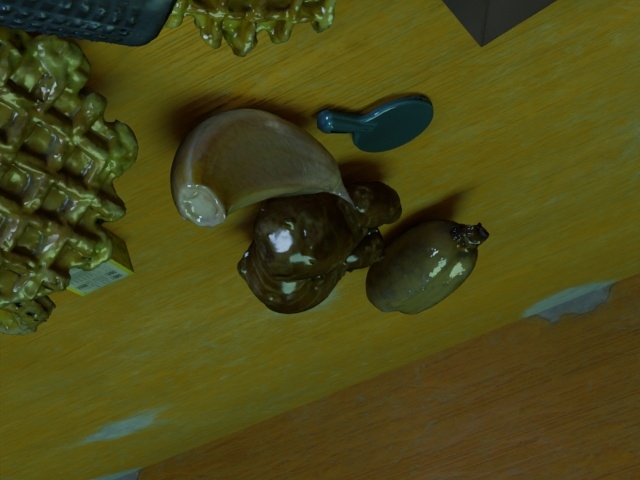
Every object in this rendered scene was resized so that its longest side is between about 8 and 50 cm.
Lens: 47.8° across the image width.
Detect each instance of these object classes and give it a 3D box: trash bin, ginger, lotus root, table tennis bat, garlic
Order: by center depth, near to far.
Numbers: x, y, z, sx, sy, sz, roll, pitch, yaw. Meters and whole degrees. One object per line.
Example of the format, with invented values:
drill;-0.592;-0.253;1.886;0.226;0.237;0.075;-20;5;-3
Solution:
trash bin;-0.182;-0.213;0.503;0.161;0.175;0.175;13;143;-34
garlic;-0.083;-0.085;0.930;0.245;0.164;0.145;-9;139;-36
table tennis bat;0.079;-0.166;1.040;0.201;0.033;0.124;-4;152;-38
ginger;-0.005;0.005;1.232;0.274;0.152;0.357;-31;164;-24
lotus root;0.217;0.044;1.481;0.169;0.151;0.342;9;146;-27

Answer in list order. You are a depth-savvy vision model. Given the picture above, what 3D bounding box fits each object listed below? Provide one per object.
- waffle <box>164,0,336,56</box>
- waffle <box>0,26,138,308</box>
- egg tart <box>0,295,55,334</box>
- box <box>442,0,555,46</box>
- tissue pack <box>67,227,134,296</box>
waffle;-0.044;-0.281;0.640;0.310;0.065;0.283;-22;156;17
waffle;-0.329;-0.068;0.689;0.325;0.068;0.302;-25;123;-36
egg tart;-0.480;0.042;0.934;0.291;0.107;0.291;6;158;2
box;0.199;-0.315;0.718;0.215;0.086;0.215;-28;156;24
tissue pack;-0.364;0.018;1.074;0.095;0.062;0.176;-23;157;6
